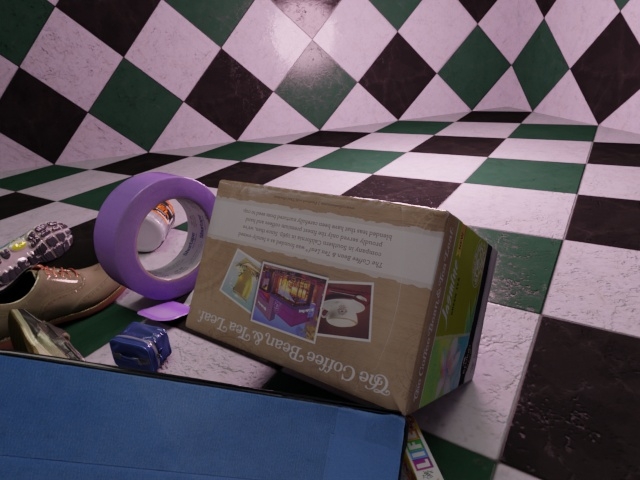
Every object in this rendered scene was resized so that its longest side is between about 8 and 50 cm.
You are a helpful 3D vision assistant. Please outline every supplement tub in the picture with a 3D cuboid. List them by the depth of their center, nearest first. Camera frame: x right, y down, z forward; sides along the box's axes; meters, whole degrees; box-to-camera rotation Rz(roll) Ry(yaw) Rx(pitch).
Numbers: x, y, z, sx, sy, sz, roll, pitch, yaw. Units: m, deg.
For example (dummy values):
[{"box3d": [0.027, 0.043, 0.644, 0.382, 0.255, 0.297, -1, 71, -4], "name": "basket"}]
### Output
[{"box3d": [-0.499, -0.055, 1.261, 0.117, 0.116, 0.190, -7, 26, -4], "name": "supplement tub"}]

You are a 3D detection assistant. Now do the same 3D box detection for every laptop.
[{"box3d": [-0.115, 0.289, 0.180, 0.382, 0.236, 0.408, 14, 23, -14], "name": "laptop"}]

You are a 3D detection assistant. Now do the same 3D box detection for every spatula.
[{"box3d": [-0.268, 0.108, 0.972, 0.084, 0.030, 0.296, 12, 30, 30], "name": "spatula"}]

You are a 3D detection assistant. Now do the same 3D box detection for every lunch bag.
[{"box3d": [-0.318, 0.194, 0.758, 0.099, 0.067, 0.065, 6, 28, 19], "name": "lunch bag"}]

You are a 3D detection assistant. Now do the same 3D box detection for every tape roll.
[{"box3d": [-0.347, -0.011, 0.954, 0.090, 0.274, 0.275, 16, 33, 35], "name": "tape roll"}]

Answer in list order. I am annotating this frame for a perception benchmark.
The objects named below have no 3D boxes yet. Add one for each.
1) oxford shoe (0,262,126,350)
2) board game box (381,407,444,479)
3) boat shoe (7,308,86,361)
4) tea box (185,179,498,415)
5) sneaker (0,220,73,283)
[{"box3d": [-0.558, 0.103, 0.923, 0.123, 0.130, 0.348, 10, 29, 29], "name": "oxford shoe"}, {"box3d": [0.106, 0.264, 0.486, 0.026, 0.103, 0.154, -9, 25, -7], "name": "board game box"}, {"box3d": [-0.494, 0.194, 0.777, 0.224, 0.080, 0.073, 30, 26, 31], "name": "boat shoe"}, {"box3d": [0.050, 0.067, 0.632, 0.329, 0.219, 0.324, 11, -2, 31], "name": "tea box"}, {"box3d": [-0.822, 0.025, 1.183, 0.110, 0.107, 0.275, -3, 23, 26], "name": "sneaker"}]
